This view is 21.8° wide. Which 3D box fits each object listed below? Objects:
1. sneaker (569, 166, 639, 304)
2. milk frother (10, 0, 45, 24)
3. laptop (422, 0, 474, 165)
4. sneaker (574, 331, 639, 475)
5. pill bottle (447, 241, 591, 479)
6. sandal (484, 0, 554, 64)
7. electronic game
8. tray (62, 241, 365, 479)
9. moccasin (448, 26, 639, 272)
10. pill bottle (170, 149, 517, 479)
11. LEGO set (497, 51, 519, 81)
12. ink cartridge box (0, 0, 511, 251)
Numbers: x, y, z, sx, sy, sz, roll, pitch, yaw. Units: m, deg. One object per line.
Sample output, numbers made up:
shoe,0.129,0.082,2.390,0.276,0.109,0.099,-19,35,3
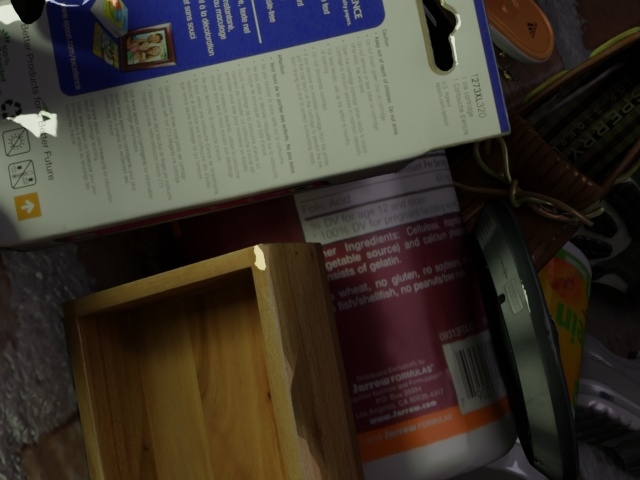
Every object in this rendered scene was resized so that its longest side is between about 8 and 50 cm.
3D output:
sneaker,0.280,-0.053,1.772,0.410,0.158,0.182,23,32,-44
milk frother,-0.264,-0.179,1.106,0.143,0.135,0.129,43,68,3
laptop,0.047,-0.140,1.553,0.234,0.137,0.264,50,24,-30
sneaker,0.348,0.173,1.759,0.281,0.105,0.115,31,55,-40
pill bottle,0.172,0.121,1.537,0.136,0.136,0.245,39,50,-36
sandal,0.171,-0.282,1.714,0.265,0.076,0.102,33,55,-30
electronic game,0.162,0.079,1.294,0.229,0.048,0.229,-15,90,-89
tray,-0.057,0.223,1.168,0.076,0.203,0.410,-3,79,-52
moccasin,0.196,-0.055,1.469,0.380,0.147,0.139,-36,76,-13
pill bottle,0.000,0.000,1.302,0.224,0.224,0.392,-12,86,-52
LEGO set,0.206,-0.211,1.799,0.054,0.023,0.083,51,57,-23
ink cartridge box,-0.063,-0.114,1.170,0.069,0.371,0.175,22,56,-78
